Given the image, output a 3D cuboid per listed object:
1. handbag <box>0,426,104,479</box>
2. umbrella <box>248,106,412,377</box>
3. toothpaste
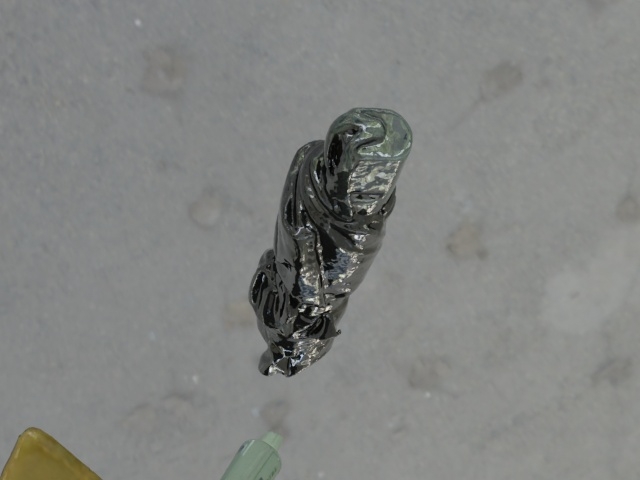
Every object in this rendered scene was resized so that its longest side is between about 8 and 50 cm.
[{"bbox_3d":[-0.107,0.298,0.525,0.133,0.401,0.283,-30,116,28],"label":"handbag"},{"bbox_3d":[0.000,0.000,0.638,0.059,0.066,0.236,-3,155,-11],"label":"umbrella"},{"bbox_3d":[-0.084,0.232,1.078,0.041,0.218,0.064,24,131,11],"label":"toothpaste"}]
